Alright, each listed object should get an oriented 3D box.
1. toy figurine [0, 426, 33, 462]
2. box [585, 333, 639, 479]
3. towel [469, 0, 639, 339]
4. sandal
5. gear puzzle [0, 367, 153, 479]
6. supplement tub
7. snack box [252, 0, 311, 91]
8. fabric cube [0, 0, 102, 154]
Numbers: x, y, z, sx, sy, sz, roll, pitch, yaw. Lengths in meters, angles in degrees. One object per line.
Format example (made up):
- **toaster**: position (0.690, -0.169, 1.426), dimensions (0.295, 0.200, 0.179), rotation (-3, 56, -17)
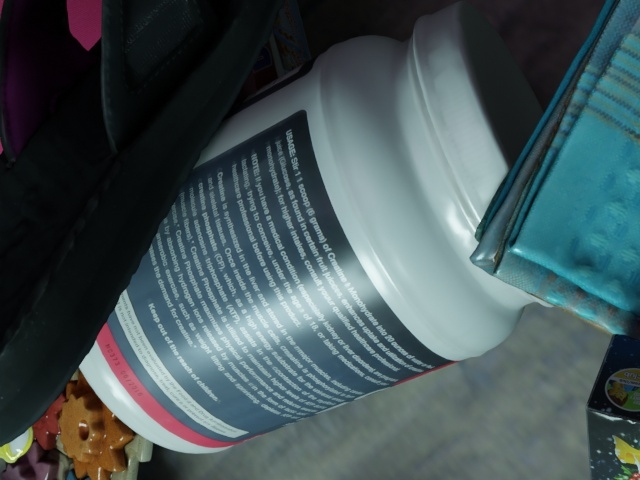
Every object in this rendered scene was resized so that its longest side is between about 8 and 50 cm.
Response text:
- **toy figurine**: position (-0.347, 0.158, 0.654), dimensions (0.191, 0.217, 0.362), rotation (-12, 77, 53)
- **box**: position (0.204, 0.150, 0.388), dimensions (0.159, 0.233, 0.044), rotation (9, 45, 30)
- **towel**: position (0.287, -0.029, 0.365), dimensions (0.370, 0.040, 0.271), rotation (26, 97, 1)
- **sandal**: position (-0.120, -0.107, 0.495), dimensions (0.168, 0.107, 0.445), rotation (-10, 49, 39)
- **gear puzzle**: position (-0.184, 0.080, 0.660), dimensions (0.175, 0.044, 0.338), rotation (13, 97, 44)
- **supplement tub**: position (0.000, 0.000, 0.529), dimensions (0.272, 0.191, 0.191), rotation (-25, 71, 25)
- **snack box**: position (-0.033, -0.151, 0.643), dimensions (0.022, 0.064, 0.178), rotation (-20, 73, 24)
- **fabric cube**: position (-0.295, -0.195, 0.683), dimensions (0.258, 0.254, 0.259), rotation (36, 101, 31)
